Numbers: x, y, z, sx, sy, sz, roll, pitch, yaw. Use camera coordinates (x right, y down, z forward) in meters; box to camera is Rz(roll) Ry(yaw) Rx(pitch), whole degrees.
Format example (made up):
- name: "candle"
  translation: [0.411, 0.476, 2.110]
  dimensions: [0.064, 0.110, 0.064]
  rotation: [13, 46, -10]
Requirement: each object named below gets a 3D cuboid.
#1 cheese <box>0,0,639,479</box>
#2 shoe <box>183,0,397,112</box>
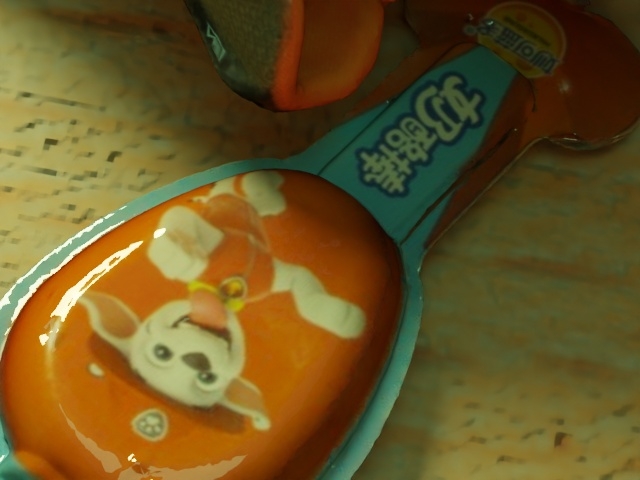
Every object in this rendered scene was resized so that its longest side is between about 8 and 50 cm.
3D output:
- name: "cheese"
  translation: [0.000, 0.000, 0.508]
  dimensions: [0.106, 0.037, 0.256]
  rotation: [39, 65, 12]
- name: "shoe"
  translation: [-0.021, -0.122, 0.507]
  dimensions: [0.337, 0.132, 0.171]
  rotation: [7, 91, 21]
